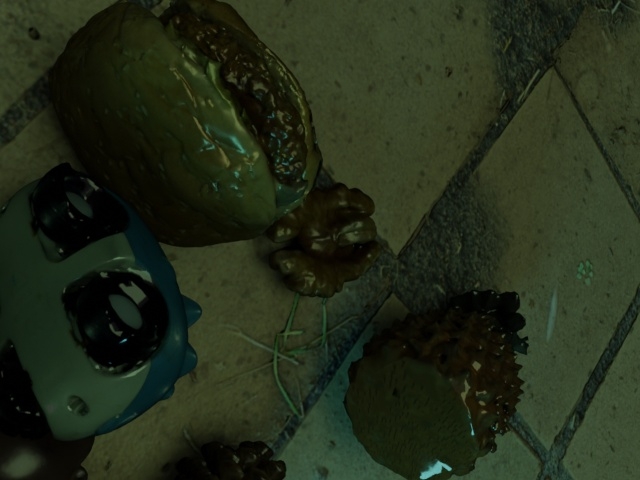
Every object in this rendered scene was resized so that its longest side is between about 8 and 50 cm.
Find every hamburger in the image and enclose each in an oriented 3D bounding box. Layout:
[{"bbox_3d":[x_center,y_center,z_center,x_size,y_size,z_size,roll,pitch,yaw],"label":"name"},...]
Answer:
[{"bbox_3d":[-0.138,-0.108,0.743,0.144,0.283,0.260,-42,105,-38],"label":"hamburger"}]

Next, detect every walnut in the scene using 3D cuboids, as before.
[{"bbox_3d":[0.000,0.000,0.978,0.170,0.069,0.143,-10,96,-37],"label":"walnut"}]

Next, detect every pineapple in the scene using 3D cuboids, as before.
[{"bbox_3d":[0.198,0.169,1.059,0.357,0.222,0.223,-27,107,-51],"label":"pineapple"}]

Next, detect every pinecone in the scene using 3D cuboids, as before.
[{"bbox_3d":[-0.105,0.315,0.849,0.150,0.179,0.195,60,34,-36],"label":"pinecone"}]

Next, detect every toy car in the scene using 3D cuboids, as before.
[{"bbox_3d":[-0.220,0.064,0.735,0.255,0.188,0.190,58,20,22],"label":"toy car"}]

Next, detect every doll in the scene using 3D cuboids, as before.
[{"bbox_3d":[-0.305,0.176,0.758,0.145,0.096,0.188,-23,78,-52],"label":"doll"}]
